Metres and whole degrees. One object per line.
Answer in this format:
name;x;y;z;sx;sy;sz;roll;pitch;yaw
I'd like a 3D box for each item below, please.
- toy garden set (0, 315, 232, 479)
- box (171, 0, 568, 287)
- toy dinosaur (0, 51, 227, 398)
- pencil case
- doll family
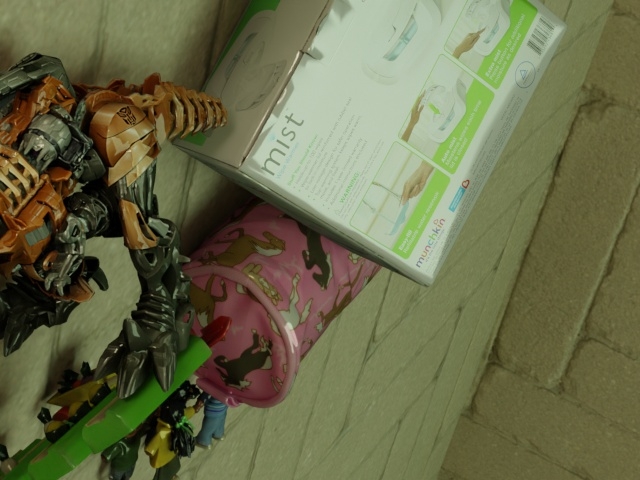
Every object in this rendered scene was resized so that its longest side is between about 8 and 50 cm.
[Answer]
toy garden set;-0.173;0.118;1.054;0.244;0.049;0.204;-34;-175;37
box;0.046;-0.132;1.171;0.231;0.127;0.262;29;86;-34
toy dinosaur;-0.153;-0.026;0.919;0.322;0.164;0.218;-21;123;-35
pencil case;0.000;0.000;1.368;0.386;0.160;0.167;-44;113;-46
doll family;-0.139;0.177;1.368;0.193;0.076;0.111;-46;152;-56
